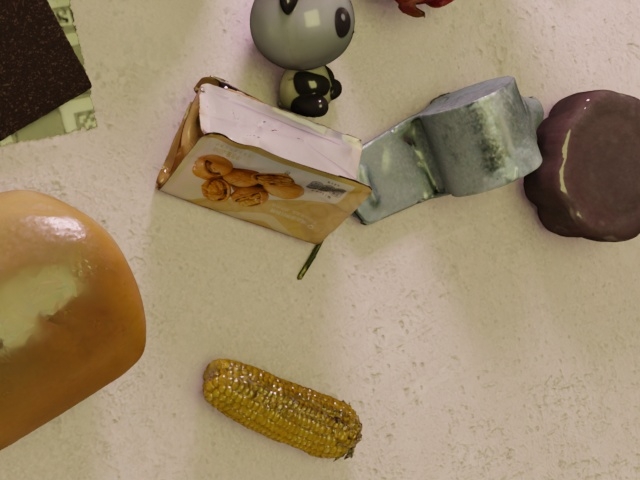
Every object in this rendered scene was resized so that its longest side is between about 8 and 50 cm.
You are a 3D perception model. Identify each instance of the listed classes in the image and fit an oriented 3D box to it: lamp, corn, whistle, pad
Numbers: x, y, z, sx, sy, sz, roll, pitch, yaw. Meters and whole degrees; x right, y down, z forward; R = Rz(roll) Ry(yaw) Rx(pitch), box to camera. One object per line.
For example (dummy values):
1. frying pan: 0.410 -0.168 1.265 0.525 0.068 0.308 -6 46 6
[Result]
1. lamp: -0.027 -0.342 1.811 0.197 0.197 0.244 -19 114 -25
2. corn: -0.061 0.293 1.811 0.317 0.115 0.115 25 78 -23
3. whistle: 0.225 -0.168 1.950 0.404 0.188 0.168 -20 103 7
4. pad: -0.526 -0.238 1.567 0.330 0.004 0.220 -32 126 -14

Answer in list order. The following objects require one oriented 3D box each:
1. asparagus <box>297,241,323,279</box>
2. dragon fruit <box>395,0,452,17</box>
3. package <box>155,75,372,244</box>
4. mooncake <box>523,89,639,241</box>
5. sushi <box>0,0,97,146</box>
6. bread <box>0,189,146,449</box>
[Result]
1. asparagus: 0.000 0.000 1.901 0.016 0.013 0.166 37 74 -31
2. dragon fruit: 0.143 -0.546 1.863 0.250 0.250 0.315 -56 150 -16
3. package: -0.090 -0.141 1.784 0.311 0.221 0.165 18 55 -22
4. mooncake: 0.538 -0.143 2.087 0.305 0.154 0.306 1 89 -25
5. sushi: -0.533 -0.285 1.604 0.372 0.100 0.297 -13 94 -25
6. bread: -0.459 0.111 1.547 0.376 0.253 0.348 -28 97 -25
